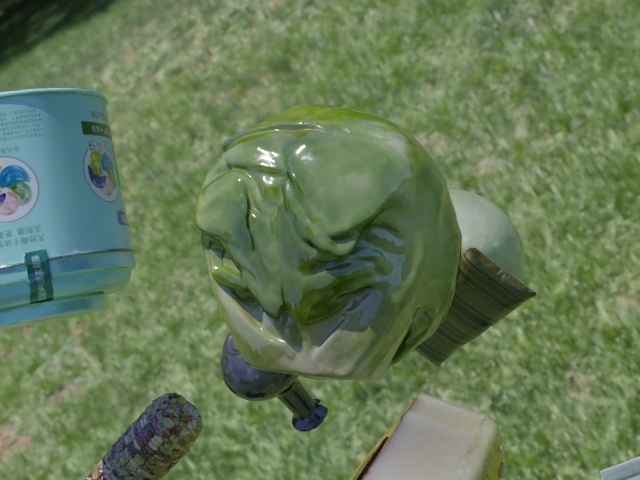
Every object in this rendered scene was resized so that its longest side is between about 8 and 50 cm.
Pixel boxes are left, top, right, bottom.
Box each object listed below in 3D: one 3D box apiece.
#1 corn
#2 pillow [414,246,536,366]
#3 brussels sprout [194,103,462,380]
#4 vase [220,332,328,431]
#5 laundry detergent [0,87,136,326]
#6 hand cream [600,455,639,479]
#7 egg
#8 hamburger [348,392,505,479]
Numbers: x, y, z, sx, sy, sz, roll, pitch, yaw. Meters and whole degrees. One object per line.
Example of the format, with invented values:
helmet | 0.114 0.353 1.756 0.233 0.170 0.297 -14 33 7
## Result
corn | -0.293 0.351 1.818 0.290 0.098 0.098 -47 14 25
pillow | 0.177 0.089 1.519 0.203 0.113 0.038 -42 20 39
brussels sprout | 0.000 0.000 1.330 0.328 0.328 0.247 -19 -16 41
vase | -0.055 0.188 1.561 0.120 0.183 0.120 -25 34 19
laundry detergent | -0.421 -0.035 1.649 0.287 0.305 0.287 -11 -3 -1
hand cream | 0.352 0.307 1.088 0.133 0.248 0.083 -20 11 -16
egg | 0.188 0.032 1.666 0.218 0.218 0.295 -38 -5 -4
hamburger | 0.075 0.272 1.039 0.295 0.151 0.227 -45 -13 -45
